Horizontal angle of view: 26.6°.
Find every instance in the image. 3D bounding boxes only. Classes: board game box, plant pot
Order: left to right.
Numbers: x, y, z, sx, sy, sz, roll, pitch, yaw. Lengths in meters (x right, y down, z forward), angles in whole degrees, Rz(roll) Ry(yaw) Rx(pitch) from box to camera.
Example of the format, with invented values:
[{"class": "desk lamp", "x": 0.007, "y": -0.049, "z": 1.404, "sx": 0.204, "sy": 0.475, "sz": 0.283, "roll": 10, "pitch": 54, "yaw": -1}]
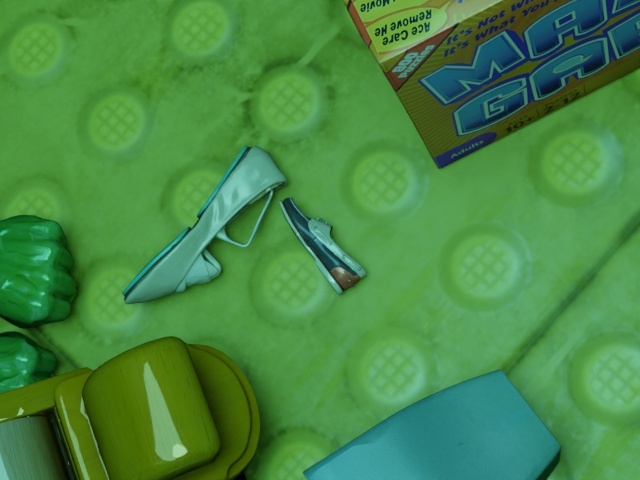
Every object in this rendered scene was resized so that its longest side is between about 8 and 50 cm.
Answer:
[{"class": "plant pot", "x": 0.133, "y": 0.256, "z": 1.445, "sx": 0.234, "sy": 0.166, "sz": 0.165, "roll": -35, "pitch": 71, "yaw": -4}, {"class": "board game box", "x": 0.182, "y": -0.354, "z": 1.471, "sx": 0.356, "sy": 0.356, "sz": 0.356, "roll": -27, "pitch": 72, "yaw": 7}]

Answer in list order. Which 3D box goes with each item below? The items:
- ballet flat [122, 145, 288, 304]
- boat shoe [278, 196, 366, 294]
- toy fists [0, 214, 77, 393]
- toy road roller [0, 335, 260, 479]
[{"class": "ballet flat", "x": -0.131, "y": -0.002, "z": 1.616, "sx": 0.086, "sy": 0.086, "sz": 0.248, "roll": 39, "pitch": 87, "yaw": 19}, {"class": "boat shoe", "x": 0.000, "y": 0.000, "z": 1.594, "sx": 0.043, "sy": 0.049, "sz": 0.137, "roll": -36, "pitch": 73, "yaw": 0}, {"class": "toy fists", "x": -0.374, "y": 0.107, "z": 1.640, "sx": 0.142, "sy": 0.096, "sz": 0.279, "roll": 7, "pitch": 79, "yaw": 28}, {"class": "toy road roller", "x": -0.227, "y": 0.220, "z": 1.463, "sx": 0.329, "sy": 0.240, "sz": 0.203, "roll": -17, "pitch": 71, "yaw": -15}]
